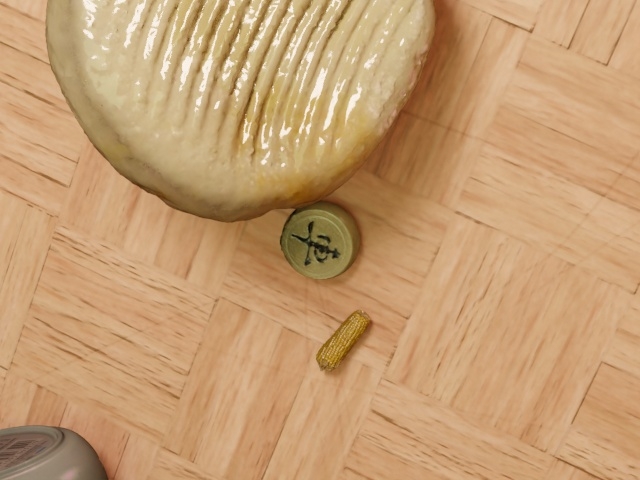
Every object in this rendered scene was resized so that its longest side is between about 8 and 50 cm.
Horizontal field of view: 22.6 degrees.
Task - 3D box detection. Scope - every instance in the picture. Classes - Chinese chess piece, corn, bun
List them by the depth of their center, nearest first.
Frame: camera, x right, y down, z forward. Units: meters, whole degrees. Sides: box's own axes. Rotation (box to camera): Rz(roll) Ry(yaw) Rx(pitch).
[{"bbox_3d":[-0.086,-0.202,1.514,0.365,0.219,0.365,-1,94,-17],"label":"bun"},{"bbox_3d":[0.000,0.000,1.670,0.084,0.034,0.084,5,107,15],"label":"Chinese chess piece"},{"bbox_3d":[0.022,0.108,1.697,0.027,0.028,0.083,31,113,-16],"label":"corn"}]

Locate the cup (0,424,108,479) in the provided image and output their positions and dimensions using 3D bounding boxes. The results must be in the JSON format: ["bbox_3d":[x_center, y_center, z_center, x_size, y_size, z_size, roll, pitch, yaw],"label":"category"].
[{"bbox_3d":[-0.368,0.359,1.795,0.356,0.259,0.274,2,107,49],"label":"cup"}]
